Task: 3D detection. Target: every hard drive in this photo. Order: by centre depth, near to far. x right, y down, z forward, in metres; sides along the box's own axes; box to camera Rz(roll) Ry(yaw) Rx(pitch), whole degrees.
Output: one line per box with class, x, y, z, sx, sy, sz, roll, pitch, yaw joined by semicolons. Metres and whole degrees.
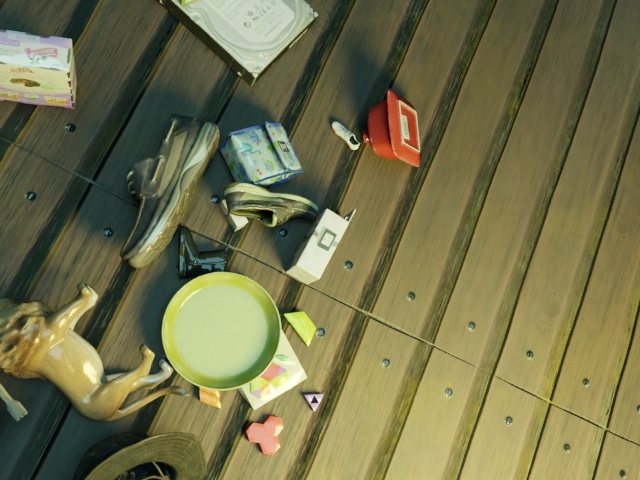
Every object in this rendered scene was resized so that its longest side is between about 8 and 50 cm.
hard drive;-0.204;-0.550;1.547;0.339;0.064;0.237;42;71;-4

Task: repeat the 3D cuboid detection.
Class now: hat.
hat;-0.378;0.450;1.248;0.331;0.331;0.134;-40;54;-19

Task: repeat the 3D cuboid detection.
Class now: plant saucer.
plant saucer;-0.202;0.185;1.395;0.241;0.037;0.240;3;77;-11

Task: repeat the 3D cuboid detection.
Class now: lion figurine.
lion figurine;-0.463;0.235;1.282;0.240;0.142;0.392;-45;99;-12

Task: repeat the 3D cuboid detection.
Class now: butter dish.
butter dish;0.154;-0.251;1.576;0.160;0.118;0.160;12;72;-60

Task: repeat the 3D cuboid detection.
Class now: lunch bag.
lunch bag;-0.123;-0.185;1.490;0.151;0.096;0.128;-21;83;-34

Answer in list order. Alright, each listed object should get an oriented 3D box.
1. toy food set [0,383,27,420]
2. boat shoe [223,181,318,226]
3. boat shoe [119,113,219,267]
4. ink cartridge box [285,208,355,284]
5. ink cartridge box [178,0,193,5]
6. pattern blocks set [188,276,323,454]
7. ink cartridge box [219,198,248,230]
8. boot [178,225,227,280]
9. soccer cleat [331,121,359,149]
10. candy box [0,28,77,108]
toy food set;-0.634;0.326;1.214;0.192;0.038;0.132;-39;93;11
boat shoe;-0.106;-0.064;1.454;0.224;0.080;0.073;14;65;-33
boat shoe;-0.332;-0.109;1.403;0.130;0.132;0.355;24;65;-1
ink cartridge box;0.000;0.000;1.482;0.060;0.104;0.180;31;72;-8
ink cartridge box;-0.237;-0.607;1.480;0.209;0.062;0.108;-31;90;-20
pattern blocks set;-0.130;0.254;1.435;0.325;0.026;0.285;47;71;-4
ink cartridge box;-0.192;-0.065;1.465;0.028;0.048;0.083;-29;88;-20
boot;-0.249;0.029;1.432;0.099;0.045;0.121;0;87;-15
soccer cleat;0.060;-0.247;1.582;0.029;0.036;0.083;-42;94;-19
candy box;-0.567;-0.331;1.324;0.165;0.196;0.070;5;79;-17
